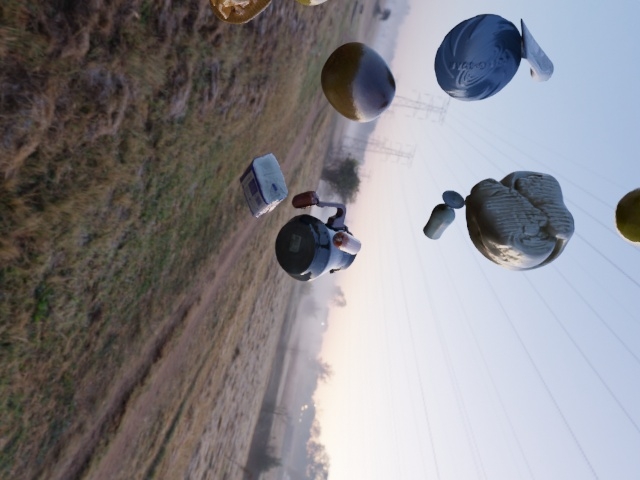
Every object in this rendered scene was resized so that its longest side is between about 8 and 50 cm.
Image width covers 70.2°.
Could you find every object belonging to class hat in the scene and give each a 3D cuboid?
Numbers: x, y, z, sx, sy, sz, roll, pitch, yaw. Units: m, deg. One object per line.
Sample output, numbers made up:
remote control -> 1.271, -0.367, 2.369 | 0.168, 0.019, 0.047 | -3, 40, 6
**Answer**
hat -> -0.300, -0.874, 1.527 | 0.233, 0.244, 0.234 | -50, 157, -75

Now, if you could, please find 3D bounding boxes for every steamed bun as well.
steamed bun -> 0.684, -0.048, 1.607 | 0.255, 0.341, 0.368 | 85, 4, -49

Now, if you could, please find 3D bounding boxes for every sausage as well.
sausage -> 0.101, 0.008, 1.814 | 0.234, 0.071, 0.071 | 21, 81, -68
sausage -> -0.065, -0.181, 2.030 | 0.076, 0.141, 0.076 | 18, 66, -49

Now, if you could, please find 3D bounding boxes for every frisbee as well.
frisbee -> 0.524, -0.591, 1.509 | 0.049, 0.289, 0.290 | -86, -175, -48

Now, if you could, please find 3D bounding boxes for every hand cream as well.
hand cream -> 0.702, -0.600, 1.494 | 0.335, 0.076, 0.122 | 4, 80, -54

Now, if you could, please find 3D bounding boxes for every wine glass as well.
wine glass -> 0.521, -0.103, 1.946 | 0.231, 0.103, 0.103 | 108, -4, -53

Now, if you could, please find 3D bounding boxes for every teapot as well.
teapot -> 0.000, 0.000, 2.146 | 0.361, 0.305, 0.377 | 2, 104, -53

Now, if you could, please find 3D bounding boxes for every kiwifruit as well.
kiwifruit -> 0.116, -0.452, 1.326 | 0.195, 0.233, 0.196 | -29, -133, 37

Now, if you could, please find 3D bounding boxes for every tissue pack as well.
tissue pack -> -0.247, -0.235, 1.996 | 0.269, 0.137, 0.210 | -28, -100, 66

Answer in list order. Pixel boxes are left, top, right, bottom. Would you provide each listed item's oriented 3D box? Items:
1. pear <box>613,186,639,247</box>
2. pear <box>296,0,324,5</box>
pear -> 0.939, -0.064, 1.288 | 0.200, 0.199, 0.200 | 12, 90, -89
pear -> -0.023, -0.945, 1.601 | 0.209, 0.208, 0.209 | 12, 90, -89
